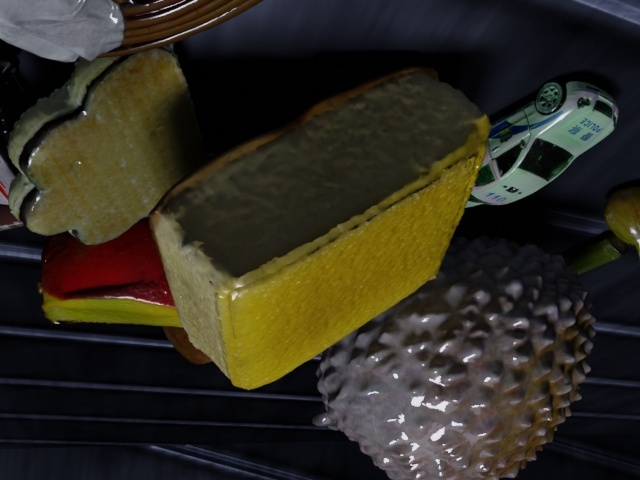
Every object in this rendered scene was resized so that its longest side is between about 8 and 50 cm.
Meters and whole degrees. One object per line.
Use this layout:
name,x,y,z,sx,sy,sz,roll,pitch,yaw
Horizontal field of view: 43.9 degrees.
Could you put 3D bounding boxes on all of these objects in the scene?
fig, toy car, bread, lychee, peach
fig,0.420,-0.024,1.051,0.082,0.098,0.084,-5,145,8
toy car,-0.331,-0.108,0.764,0.108,0.089,0.210,7,160,0
bread,0.000,0.000,0.847,0.323,0.143,0.333,-31,159,-18
lychee,0.180,0.170,1.121,0.432,0.380,0.380,-27,151,14
toy car,0.223,-0.096,0.884,0.090,0.076,0.224,17,149,-36
peach,-0.216,0.029,0.996,0.267,0.159,0.154,5,166,0
bread,-0.208,-0.083,0.769,0.207,0.056,0.286,-33,160,-16

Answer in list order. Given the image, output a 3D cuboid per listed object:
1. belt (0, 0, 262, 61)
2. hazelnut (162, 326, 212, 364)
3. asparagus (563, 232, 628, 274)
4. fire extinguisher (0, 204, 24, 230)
belt,-0.078,-0.221,0.429,0.217,0.122,0.338,-8,167,-40
hazelnut,-0.138,0.095,1.150,0.201,0.170,0.160,-2,160,23
asparagus,0.409,0.035,1.258,0.045,0.041,0.178,-43,-178,-36
fire extinguisher,-0.400,-0.033,0.982,0.158,0.043,0.064,-9,-162,14
